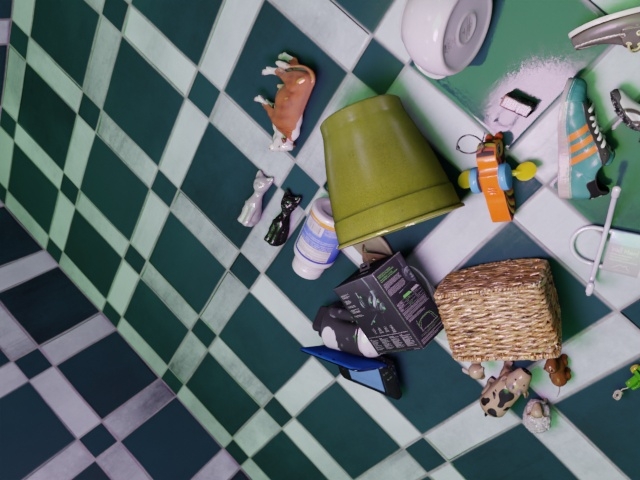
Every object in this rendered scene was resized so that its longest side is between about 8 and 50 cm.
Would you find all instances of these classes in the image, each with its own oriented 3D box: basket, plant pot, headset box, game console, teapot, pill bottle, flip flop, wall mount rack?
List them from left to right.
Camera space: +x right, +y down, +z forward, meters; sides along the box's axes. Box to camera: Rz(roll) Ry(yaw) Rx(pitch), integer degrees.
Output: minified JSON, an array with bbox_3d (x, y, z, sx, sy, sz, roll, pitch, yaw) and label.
[{"bbox_3d":[0.000,0.000,1.739,0.152,0.152,0.271,37,128,15],"label":"pill bottle"},{"bbox_3d":[0.107,0.469,1.826,0.293,0.173,0.250,9,124,47],"label":"game console"},{"bbox_3d":[0.163,-0.197,1.438,0.367,0.367,0.352,-22,86,39],"label":"plant pot"},{"bbox_3d":[0.193,0.080,1.691,0.112,0.080,0.277,-34,90,40],"label":"flip flop"},{"bbox_3d":[0.202,0.192,1.580,0.283,0.131,0.246,55,150,-1],"label":"headset box"},{"bbox_3d":[0.280,-0.532,1.255,0.187,0.253,0.255,33,116,33],"label":"teapot"},{"bbox_3d":[0.503,0.192,1.444,0.299,0.213,0.222,-13,104,32],"label":"basket"},{"bbox_3d":[0.493,-0.343,1.295,0.083,0.062,0.032,31,125,18],"label":"headset box"},{"bbox_3d":[0.783,0.017,1.224,0.350,0.130,0.303,15,119,27],"label":"wall mount rack"}]

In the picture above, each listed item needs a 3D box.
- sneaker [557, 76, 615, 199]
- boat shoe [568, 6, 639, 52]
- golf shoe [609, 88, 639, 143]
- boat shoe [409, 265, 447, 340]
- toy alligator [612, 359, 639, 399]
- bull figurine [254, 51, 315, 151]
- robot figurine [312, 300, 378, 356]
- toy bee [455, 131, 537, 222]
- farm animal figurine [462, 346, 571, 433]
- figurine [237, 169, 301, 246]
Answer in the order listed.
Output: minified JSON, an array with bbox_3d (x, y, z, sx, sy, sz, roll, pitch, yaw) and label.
[{"bbox_3d":[0.634,-0.240,1.226,0.121,0.108,0.301,4,122,32],"label":"sneaker"},{"bbox_3d":[0.690,-0.448,1.081,0.305,0.109,0.091,-7,103,33],"label":"boat shoe"},{"bbox_3d":[0.738,-0.278,1.160,0.198,0.077,0.094,48,119,-3],"label":"golf shoe"},{"bbox_3d":[0.343,0.190,1.637,0.096,0.088,0.267,-43,81,23],"label":"boat shoe"},{"bbox_3d":[0.867,0.370,1.389,0.052,0.056,0.189,10,127,-16],"label":"toy alligator"},{"bbox_3d":[-0.114,-0.434,1.643,0.188,0.101,0.310,41,129,14],"label":"bull figurine"},{"bbox_3d":[0.114,0.304,1.796,0.278,0.209,0.173,7,99,32],"label":"robot figurine"},{"bbox_3d":[0.463,-0.198,1.350,0.196,0.162,0.298,12,143,21],"label":"toy bee"},{"bbox_3d":[0.550,0.408,1.542,0.331,0.172,0.326,21,122,25],"label":"farm animal figurine"},{"bbox_3d":[-0.183,-0.122,1.859,0.215,0.092,0.209,36,119,17],"label":"figurine"}]
